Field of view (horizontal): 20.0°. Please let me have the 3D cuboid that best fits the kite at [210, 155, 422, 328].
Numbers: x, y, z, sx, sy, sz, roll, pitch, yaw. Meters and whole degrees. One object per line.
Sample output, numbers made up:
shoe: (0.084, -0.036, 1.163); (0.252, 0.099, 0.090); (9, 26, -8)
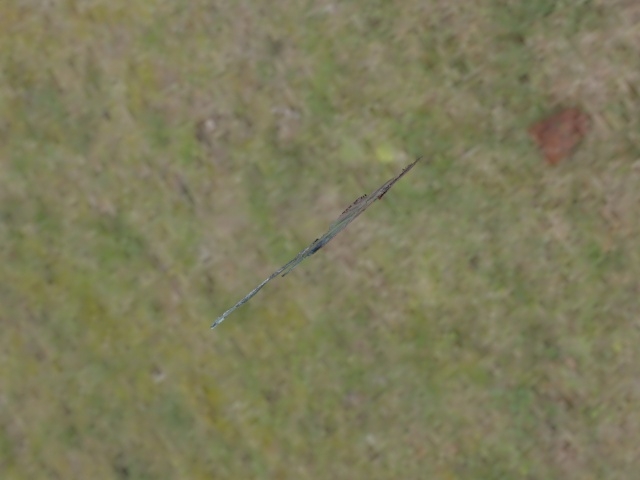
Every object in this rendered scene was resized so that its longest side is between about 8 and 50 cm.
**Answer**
kite: (0.000, 0.000, 0.969); (0.152, 0.137, 0.005); (-37, 93, 25)
